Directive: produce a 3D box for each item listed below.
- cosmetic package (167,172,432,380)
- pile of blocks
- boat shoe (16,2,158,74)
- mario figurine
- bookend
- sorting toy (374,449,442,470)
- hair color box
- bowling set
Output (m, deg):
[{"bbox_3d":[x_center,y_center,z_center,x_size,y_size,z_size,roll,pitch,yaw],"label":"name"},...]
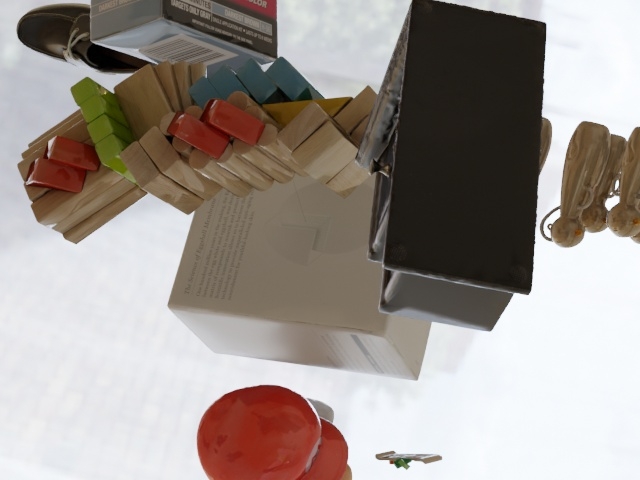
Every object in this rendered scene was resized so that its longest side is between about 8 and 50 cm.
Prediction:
[{"bbox_3d":[0.000,0.000,1.515,0.138,0.224,0.224,56,45,-60],"label":"cosmetic package"},{"bbox_3d":[-0.110,-0.101,1.297,0.112,0.362,0.149,34,51,-63],"label":"pile of blocks"},{"bbox_3d":[-0.315,-0.274,2.124,0.079,0.233,0.084,-40,142,-67],"label":"boat shoe"},{"bbox_3d":[-0.027,0.248,1.511,0.320,0.170,0.198,104,-36,-64],"label":"mario figurine"},{"bbox_3d":[0.059,-0.015,0.811,0.157,0.072,0.156,109,-10,-61],"label":"bookend"},{"bbox_3d":[0.093,0.244,1.719,0.083,0.062,0.012,4,88,-64],"label":"sorting toy"},{"bbox_3d":[-0.149,-0.384,1.707,0.185,0.113,0.374,14,70,-50],"label":"hair color box"},{"bbox_3d":[0.361,-0.051,1.865,0.287,0.200,0.154,18,-86,64],"label":"bowling set"}]
